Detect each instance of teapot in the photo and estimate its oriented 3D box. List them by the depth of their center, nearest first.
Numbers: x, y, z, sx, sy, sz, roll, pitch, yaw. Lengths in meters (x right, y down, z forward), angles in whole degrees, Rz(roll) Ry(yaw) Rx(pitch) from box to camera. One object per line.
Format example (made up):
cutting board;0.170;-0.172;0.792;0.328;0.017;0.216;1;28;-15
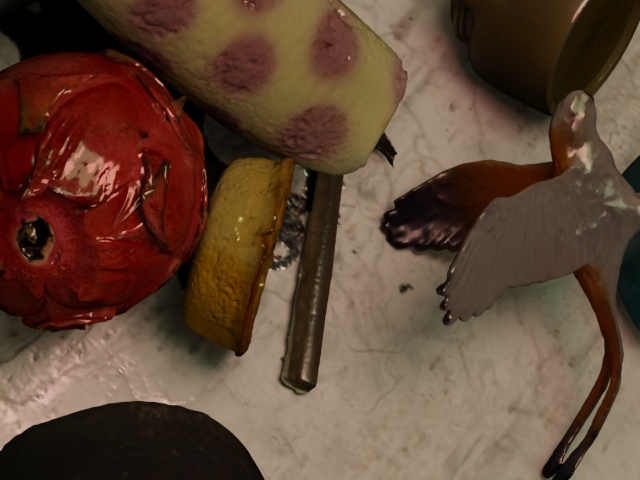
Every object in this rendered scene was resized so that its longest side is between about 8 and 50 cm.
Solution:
teapot;0.214;-0.240;1.954;0.175;0.185;0.268;36;21;22

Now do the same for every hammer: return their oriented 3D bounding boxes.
hammer;0.000;0.000;1.828;0.125;0.027;0.297;17;64;-15

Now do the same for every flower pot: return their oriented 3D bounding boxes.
flower pot;-0.138;0.278;1.510;0.379;0.379;0.251;9;50;-24

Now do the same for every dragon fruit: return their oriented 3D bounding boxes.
dragon fruit;-0.202;-0.043;1.622;0.241;0.241;0.252;43;47;-6

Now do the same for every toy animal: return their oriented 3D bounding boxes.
toy animal;0.248;0.030;1.802;0.302;0.225;0.284;-40;106;0

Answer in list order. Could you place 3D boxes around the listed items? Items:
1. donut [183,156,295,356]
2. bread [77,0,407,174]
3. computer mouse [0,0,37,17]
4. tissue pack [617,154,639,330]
donut;-0.072;0.007;1.713;0.065;0.162;0.178;14;98;2
bread;-0.089;-0.198;1.702;0.338;0.187;0.155;36;87;-40
computer mouse;-0.249;-0.312;1.765;0.371;0.122;0.188;-30;94;-28
tissue pack;0.429;-0.021;1.952;0.287;0.198;0.206;-5;74;-26
